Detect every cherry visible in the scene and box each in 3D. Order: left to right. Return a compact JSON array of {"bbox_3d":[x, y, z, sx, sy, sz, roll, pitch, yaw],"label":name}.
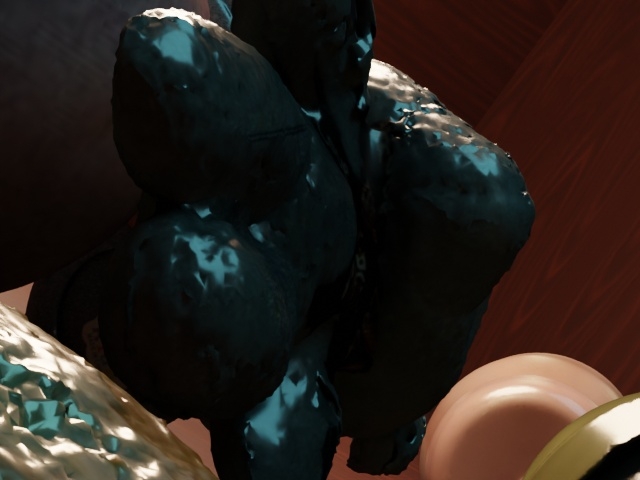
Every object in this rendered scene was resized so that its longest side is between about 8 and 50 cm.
[{"bbox_3d":[-0.173,-0.078,0.851,0.239,0.239,0.206,27,41,-82],"label":"cherry"}]

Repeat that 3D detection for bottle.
[{"bbox_3d":[0.168,0.186,1.503,0.297,0.173,0.206,30,40,-82],"label":"bottle"}]

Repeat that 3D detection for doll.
[{"bbox_3d":[0.008,0.000,0.805,0.158,0.246,0.340,-1,-7,7],"label":"doll"}]

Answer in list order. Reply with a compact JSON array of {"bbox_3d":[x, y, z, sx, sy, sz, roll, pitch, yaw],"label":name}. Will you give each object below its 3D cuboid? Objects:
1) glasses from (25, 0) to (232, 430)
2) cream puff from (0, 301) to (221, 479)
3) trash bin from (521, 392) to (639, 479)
[{"bbox_3d":[-0.082,-0.023,1.073,0.118,0.234,0.268,2,1,1],"label":"glasses"},{"bbox_3d":[-0.082,0.068,0.382,0.144,0.103,0.126,36,14,13],"label":"cream puff"},{"bbox_3d":[0.219,0.205,1.042,0.214,0.214,0.334,35,7,-28],"label":"trash bin"}]
